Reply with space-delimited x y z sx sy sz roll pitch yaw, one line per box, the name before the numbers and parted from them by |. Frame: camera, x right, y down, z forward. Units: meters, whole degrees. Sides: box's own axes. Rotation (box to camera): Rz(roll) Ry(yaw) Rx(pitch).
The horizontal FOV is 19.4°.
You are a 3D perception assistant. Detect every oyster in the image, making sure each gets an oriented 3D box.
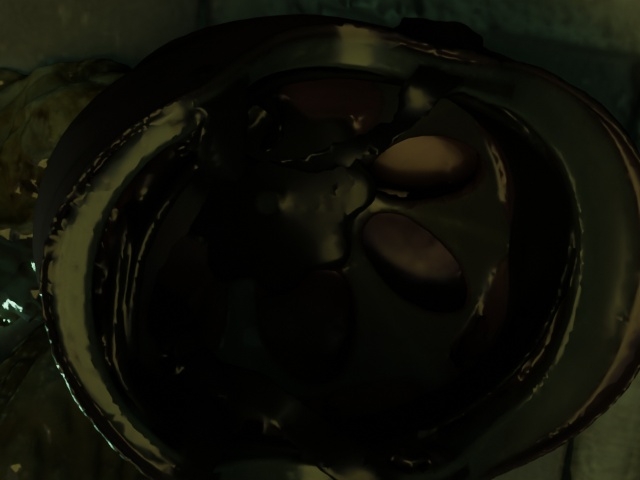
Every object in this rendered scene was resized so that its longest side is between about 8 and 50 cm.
oyster | -0.222 -0.006 1.147 0.341 0.110 0.166 -17 120 25

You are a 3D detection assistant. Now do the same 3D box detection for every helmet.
helmet | 0.000 0.000 1.034 0.338 0.197 0.271 -3 108 -19

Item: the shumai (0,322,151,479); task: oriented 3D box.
shumai | -0.185 0.176 1.192 0.262 0.267 0.314 10 101 39
